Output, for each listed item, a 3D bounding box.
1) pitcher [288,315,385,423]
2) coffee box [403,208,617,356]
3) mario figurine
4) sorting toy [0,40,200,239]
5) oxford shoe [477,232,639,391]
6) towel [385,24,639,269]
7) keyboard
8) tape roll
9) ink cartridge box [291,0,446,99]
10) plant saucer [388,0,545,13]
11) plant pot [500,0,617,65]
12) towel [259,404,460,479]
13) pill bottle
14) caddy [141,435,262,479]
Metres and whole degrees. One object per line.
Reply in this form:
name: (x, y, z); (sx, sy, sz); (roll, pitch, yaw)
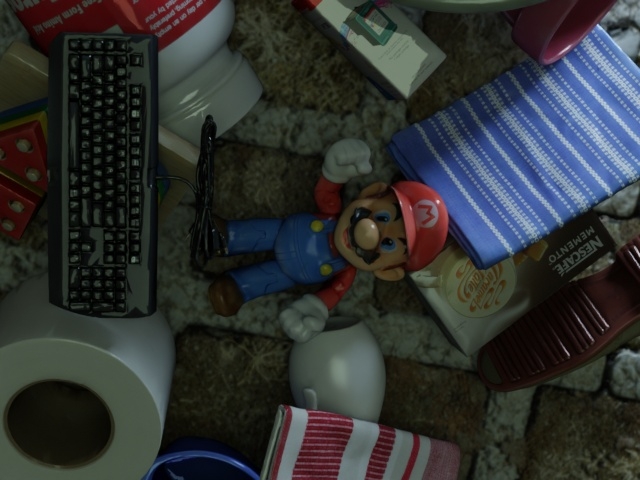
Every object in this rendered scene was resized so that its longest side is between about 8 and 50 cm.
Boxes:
pitcher: (0.013, 0.213, 1.660); (0.125, 0.178, 0.207); (-2, 100, 31)
coffee box: (0.242, 0.019, 1.702); (0.246, 0.098, 0.141); (-35, 101, -3)
mario figurine: (0.000, 0.000, 1.601); (0.321, 0.170, 0.198); (-14, 128, 15)
sorting toy: (-0.305, -0.073, 1.548); (0.257, 0.255, 0.089); (31, 51, -9)
oxford shoe: (0.376, 0.111, 1.721); (0.348, 0.130, 0.123); (-31, 54, 14)
towel: (0.278, -0.129, 1.652); (0.336, 0.040, 0.243); (-31, 57, -4)
keyboard: (-0.203, -0.071, 1.442); (0.202, 0.033, 0.317); (0, 97, -9)
tape roll: (-0.305, 0.178, 1.577); (0.246, 0.169, 0.246); (0, 117, 1)
ink cartridge box: (0.042, -0.283, 1.631); (0.231, 0.134, 0.078); (43, 89, -8)
plant saucer: (0.171, -0.433, 1.525); (0.400, 0.100, 0.400); (-2, 52, 2)
plant pot: (0.280, -0.354, 1.627); (0.180, 0.201, 0.201); (44, 89, 13)
towel: (0.045, 0.345, 1.616); (0.329, 0.037, 0.237); (20, 80, -43)
pill bottle: (-0.247, -0.302, 1.528); (0.229, 0.229, 0.407); (-35, 111, -3)
caddy: (-0.129, 0.410, 1.655); (0.341, 0.179, 0.241); (41, 89, -9)
